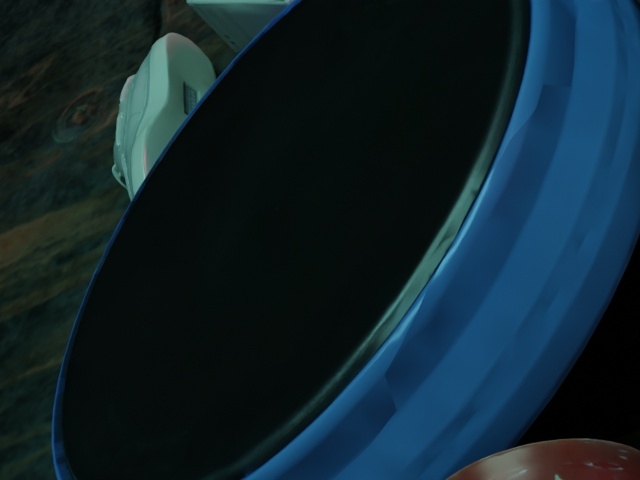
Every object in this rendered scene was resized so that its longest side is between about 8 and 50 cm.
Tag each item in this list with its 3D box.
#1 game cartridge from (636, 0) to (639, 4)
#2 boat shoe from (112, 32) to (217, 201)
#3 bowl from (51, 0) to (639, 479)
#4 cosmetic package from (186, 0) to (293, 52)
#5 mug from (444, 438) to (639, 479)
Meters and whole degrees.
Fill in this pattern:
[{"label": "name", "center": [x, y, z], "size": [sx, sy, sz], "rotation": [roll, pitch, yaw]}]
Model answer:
[{"label": "game cartridge", "center": [0.181, -0.157, 0.809], "size": [0.297, 0.198, 0.062], "rotation": [25, 79, 51]}, {"label": "boat shoe", "center": [-0.109, -0.064, 1.103], "size": [0.063, 0.066, 0.184], "rotation": [-40, 38, 29]}, {"label": "bowl", "center": [0.000, 0.000, 0.851], "size": [0.391, 0.077, 0.391], "rotation": [-40, 30, 28]}, {"label": "cosmetic package", "center": [0.018, -0.228, 1.074], "size": [0.099, 0.060, 0.239], "rotation": [8, 62, 47]}, {"label": "mug", "center": [0.113, 0.167, 0.636], "size": [0.150, 0.113, 0.169], "rotation": [-43, 37, 33]}]
